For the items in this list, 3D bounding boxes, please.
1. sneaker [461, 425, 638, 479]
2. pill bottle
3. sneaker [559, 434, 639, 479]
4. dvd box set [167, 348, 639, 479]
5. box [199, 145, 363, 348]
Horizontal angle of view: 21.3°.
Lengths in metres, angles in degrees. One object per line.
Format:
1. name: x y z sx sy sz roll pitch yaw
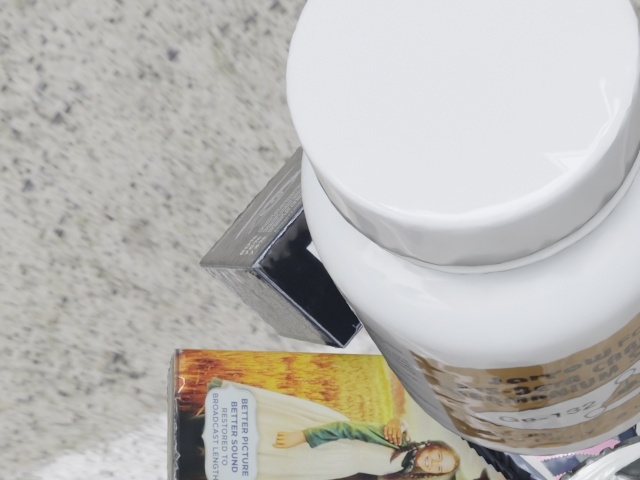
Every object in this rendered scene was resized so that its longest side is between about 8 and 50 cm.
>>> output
1. sneaker: 0.217 0.160 1.313 0.131 0.112 0.319 -42 71 -11
2. pill bottle: 0.064 -0.013 0.582 0.131 0.229 0.131 -4 69 12
3. sneaker: 0.160 0.234 1.136 0.271 0.100 0.108 -42 67 -8
4. dvd box set: 0.080 0.249 1.442 0.421 0.062 0.307 3 68 -10
5. box: 0.000 0.000 1.484 0.108 0.207 0.153 42 80 -12
